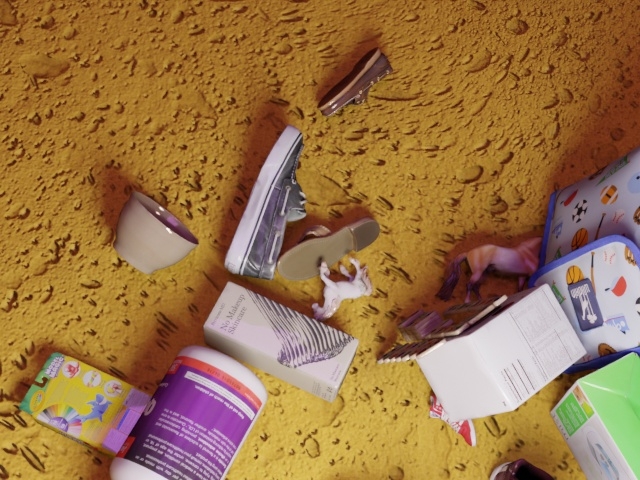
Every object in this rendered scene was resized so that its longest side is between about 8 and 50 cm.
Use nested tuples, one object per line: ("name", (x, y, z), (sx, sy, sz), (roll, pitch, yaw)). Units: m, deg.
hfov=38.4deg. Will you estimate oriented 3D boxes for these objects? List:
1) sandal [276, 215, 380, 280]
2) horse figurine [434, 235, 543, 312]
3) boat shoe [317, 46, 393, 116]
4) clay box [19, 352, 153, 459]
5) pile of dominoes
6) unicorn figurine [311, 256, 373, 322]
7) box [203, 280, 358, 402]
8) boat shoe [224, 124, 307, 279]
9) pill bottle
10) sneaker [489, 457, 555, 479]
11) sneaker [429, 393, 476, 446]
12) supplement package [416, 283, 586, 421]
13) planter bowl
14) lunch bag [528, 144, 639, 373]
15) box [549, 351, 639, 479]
("sandal", (0.001, 0.006, 1.847), (0.240, 0.088, 0.079), (-24, 36, -23))
("horse figurine", (0.361, 0.066, 1.837), (0.263, 0.066, 0.174), (1, 70, -7))
("boat shoe", (0.081, -0.335, 2.015), (0.207, 0.073, 0.073), (-45, 114, -16))
("clay box", (-0.416, 0.302, 1.663), (0.222, 0.053, 0.127), (23, 64, 9))
("pile of dominoes", (0.205, 0.153, 1.677), (0.196, 0.251, 0.040), (-33, 91, -19))
("unicorn figurine", (0.033, 0.095, 1.797), (0.162, 0.060, 0.111), (-13, 70, -14))
("box", (-0.075, 0.190, 1.723), (0.275, 0.094, 0.113), (23, 64, 6))
("boat shoe", (-0.085, -0.070, 1.856), (0.119, 0.121, 0.335), (21, 74, -2))
("pill bottle", (-0.237, 0.354, 1.578), (0.182, 0.181, 0.323), (26, 64, 9))
("sneaker", (0.379, 0.501, 1.562), (0.107, 0.162, 0.281), (-20, 66, -14))
("sneaker", (0.243, 0.333, 1.704), (0.067, 0.042, 0.118), (-11, 57, -14))
("supplement package", (0.318, 0.202, 1.645), (0.203, 0.194, 0.149), (-29, 88, -31))
("planter bowl", (-0.332, -0.003, 1.780), (0.162, 0.162, 0.109), (41, 95, 15))
("lunch bag", (0.563, 0.042, 1.700), (0.239, 0.328, 0.385), (23, 65, -15))
("box", (0.541, 0.362, 1.606), (0.127, 0.231, 0.262), (-23, 68, -10))
